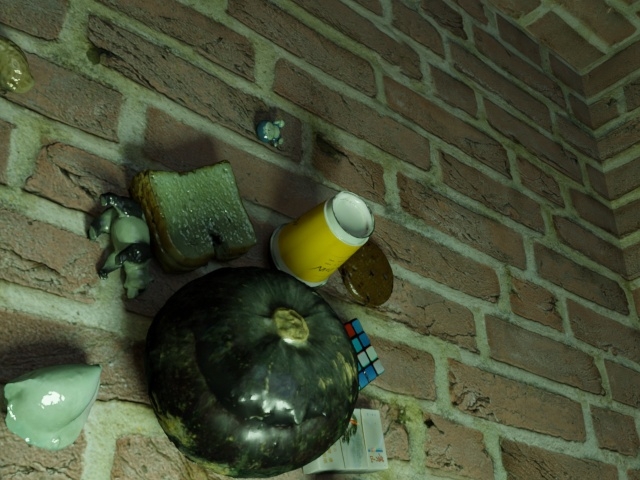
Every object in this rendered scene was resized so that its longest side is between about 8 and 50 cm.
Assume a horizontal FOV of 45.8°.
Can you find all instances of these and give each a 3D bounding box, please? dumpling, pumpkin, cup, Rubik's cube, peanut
[{"bbox_3d":[-0.489,0.296,1.401,0.104,0.149,0.216,31,25,27],"label":"dumpling"},{"bbox_3d":[-0.140,0.266,1.559,0.454,0.344,0.455,21,40,-19],"label":"pumpkin"},{"bbox_3d":[0.000,0.000,1.904,0.196,0.279,0.197,21,51,-28],"label":"cup"},{"bbox_3d":[0.034,0.301,1.849,0.151,0.154,0.155,-22,84,-49],"label":"Rubik's cube"},{"bbox_3d":[-0.702,-0.396,1.591,0.227,0.085,0.104,34,57,-28],"label":"peanut"}]

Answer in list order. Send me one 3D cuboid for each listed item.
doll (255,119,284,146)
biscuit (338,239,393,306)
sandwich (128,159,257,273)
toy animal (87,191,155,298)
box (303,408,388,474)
[{"bbox_3d":[-0.141,-0.298,2.105,0.083,0.050,0.076,1,85,-46],"label":"doll"},{"bbox_3d":[0.130,0.088,2.155,0.212,0.036,0.212,24,51,-34],"label":"biscuit"},{"bbox_3d":[-0.294,-0.055,1.783,0.273,0.095,0.249,-15,82,-48],"label":"sandwich"},{"bbox_3d":[-0.419,0.013,1.630,0.121,0.093,0.225,3,64,-53],"label":"toy animal"},{"bbox_3d":[0.055,0.485,1.830,0.233,0.067,0.150,13,59,-40],"label":"box"}]
